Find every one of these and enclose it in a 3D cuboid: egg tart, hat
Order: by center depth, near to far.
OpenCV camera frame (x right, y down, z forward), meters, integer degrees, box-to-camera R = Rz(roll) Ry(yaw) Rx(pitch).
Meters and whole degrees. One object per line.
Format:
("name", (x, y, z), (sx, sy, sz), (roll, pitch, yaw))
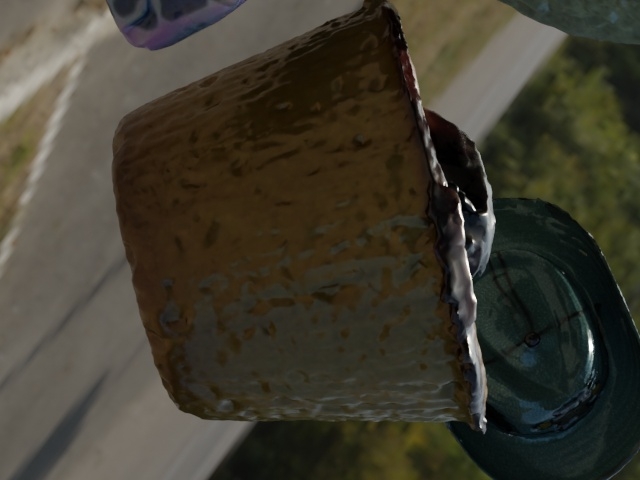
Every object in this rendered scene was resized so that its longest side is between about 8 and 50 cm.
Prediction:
("egg tart", (0.000, 0.000, 0.905), (0.170, 0.215, 0.215), (-14, 179, 3))
("hat", (0.120, 0.057, 1.120), (0.138, 0.191, 0.078), (-30, 165, -1))

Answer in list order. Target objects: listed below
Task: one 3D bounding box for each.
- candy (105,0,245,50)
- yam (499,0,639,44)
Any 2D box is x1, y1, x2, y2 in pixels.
("candy", (-0.041, -0.154, 0.845), (0.073, 0.092, 0.160), (-24, -170, 38))
("yam", (0.198, -0.279, 0.928), (0.348, 0.241, 0.241), (-62, 180, -17))
